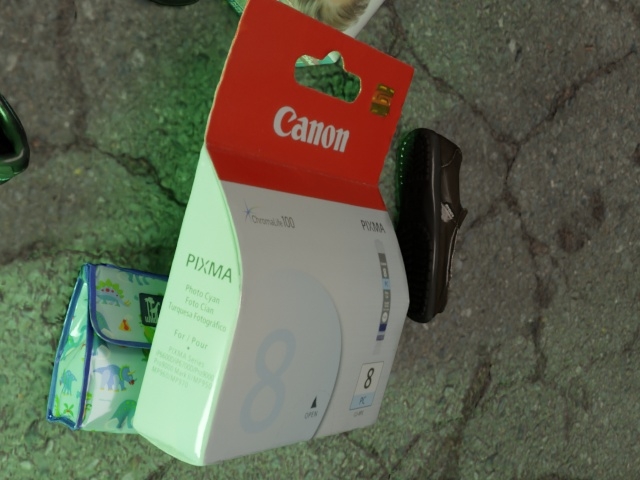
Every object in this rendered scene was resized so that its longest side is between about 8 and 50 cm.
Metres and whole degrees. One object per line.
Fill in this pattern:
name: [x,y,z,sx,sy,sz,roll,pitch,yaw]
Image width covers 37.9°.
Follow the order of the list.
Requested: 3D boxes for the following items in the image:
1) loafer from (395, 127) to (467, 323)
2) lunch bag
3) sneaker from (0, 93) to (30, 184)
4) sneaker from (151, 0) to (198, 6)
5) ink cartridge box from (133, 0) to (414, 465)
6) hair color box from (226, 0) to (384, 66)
loafer: [0.134,-0.015,1.055,0.078,0.080,0.220,1,96,-32]
lunch bag: [-0.173,0.103,0.874,0.128,0.096,0.151,13,79,-35]
sneaker: [-0.325,-0.151,0.734,0.101,0.106,0.267,-50,117,-14]
sneaker: [-0.164,-0.259,0.830,0.170,0.089,0.051,22,85,-32]
ink cartridge box: [0.000,0.000,0.876,0.308,0.091,0.385,7,101,-58]
hair color box: [0.037,-0.358,0.935,0.174,0.105,0.347,44,74,-28]
